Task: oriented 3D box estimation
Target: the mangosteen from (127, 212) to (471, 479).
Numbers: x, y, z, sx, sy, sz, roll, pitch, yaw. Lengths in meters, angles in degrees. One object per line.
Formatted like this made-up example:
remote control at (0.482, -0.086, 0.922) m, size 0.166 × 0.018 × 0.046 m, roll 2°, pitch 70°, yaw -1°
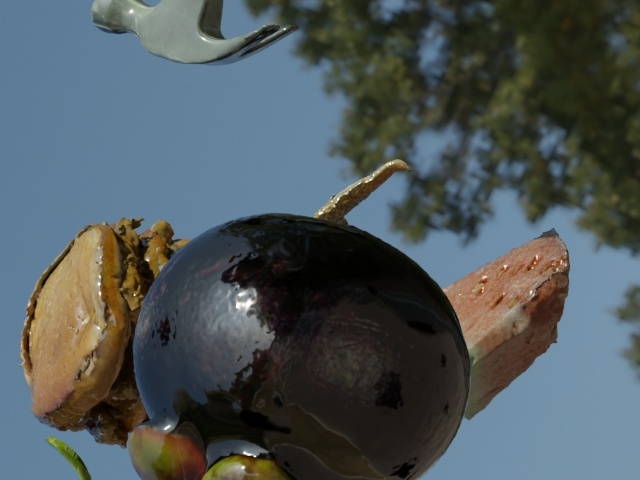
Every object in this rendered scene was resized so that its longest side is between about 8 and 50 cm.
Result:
mangosteen at (-0.028, 0.129, 1.481) m, size 0.302 × 0.275 × 0.275 m, roll -67°, pitch -23°, yaw -17°

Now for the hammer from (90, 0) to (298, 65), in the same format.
hammer at (-0.072, -0.235, 1.302) m, size 0.041 × 0.159 × 0.226 m, roll 1°, pitch -73°, yaw -59°

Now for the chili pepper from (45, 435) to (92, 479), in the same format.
chili pepper at (-0.278, 0.252, 2.071) m, size 0.030 × 0.083 × 0.017 m, roll -28°, pitch 5°, yaw 33°

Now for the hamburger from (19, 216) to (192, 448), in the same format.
hamburger at (-0.208, 0.096, 2.050) m, size 0.211 × 0.260 × 0.245 m, roll 11°, pitch -86°, yaw -24°

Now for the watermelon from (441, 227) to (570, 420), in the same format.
watermelon at (0.226, 0.096, 2.317) m, size 0.257 × 0.193 × 0.140 m, roll -41°, pitch -58°, yaw -5°

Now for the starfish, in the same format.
starfish at (0.000, -0.002, 1.955) m, size 0.138 × 0.050 × 0.247 m, roll -33°, pitch -9°, yaw -28°
